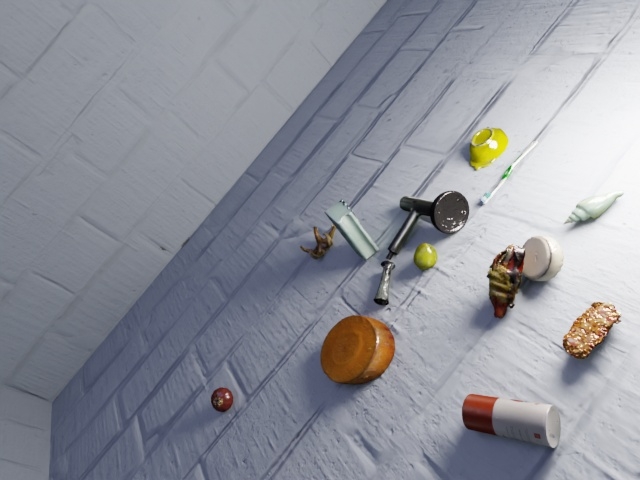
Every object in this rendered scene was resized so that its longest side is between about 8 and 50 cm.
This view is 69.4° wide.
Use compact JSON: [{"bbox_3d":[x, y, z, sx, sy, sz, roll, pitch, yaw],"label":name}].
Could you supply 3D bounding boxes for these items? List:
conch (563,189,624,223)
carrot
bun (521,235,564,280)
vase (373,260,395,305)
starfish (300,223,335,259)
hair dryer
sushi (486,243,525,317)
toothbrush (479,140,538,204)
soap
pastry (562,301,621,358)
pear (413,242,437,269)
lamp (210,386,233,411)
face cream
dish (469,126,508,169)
[{"bbox_3d":[0.805,-0.097,1.373,0.180,0.088,0.065,-31,81,14],"label":"conch"},{"bbox_3d":[0.120,0.390,1.644,0.307,0.100,0.258,-19,45,48],"label":"carrot"},{"bbox_3d":[0.661,0.056,1.355,0.138,0.094,0.138,-171,90,-73],"label":"bun"},{"bbox_3d":[0.243,0.160,1.746,0.059,0.059,0.166,-15,47,40],"label":"vase"},{"bbox_3d":[0.000,-0.002,2.160,0.190,0.074,0.146,-48,35,2],"label":"starfish"},{"bbox_3d":[0.393,-0.043,1.779,0.320,0.156,0.283,5,80,65],"label":"hair dryer"},{"bbox_3d":[0.545,0.119,1.379,0.097,0.103,0.225,13,94,21],"label":"sushi"},{"bbox_3d":[0.687,-0.249,1.679,0.304,0.030,0.030,-47,34,-2],"label":"toothbrush"},{"bbox_3d":[0.132,-0.036,1.891,0.094,0.261,0.150,-37,34,1],"label":"soap"},{"bbox_3d":[0.689,0.231,1.178,0.169,0.063,0.087,-45,43,-2],"label":"pastry"},{"bbox_3d":[0.380,0.057,1.665,0.092,0.096,0.092,-6,38,4],"label":"pear"},{"bbox_3d":[-0.418,0.675,1.961,0.101,0.090,0.101,-2,85,25],"label":"lamp"},{"bbox_3d":[0.477,0.449,1.167,0.214,0.096,0.095,-8,52,45],"label":"face cream"},{"bbox_3d":[0.642,-0.379,1.805,0.149,0.080,0.207,11,64,53],"label":"dish"}]
